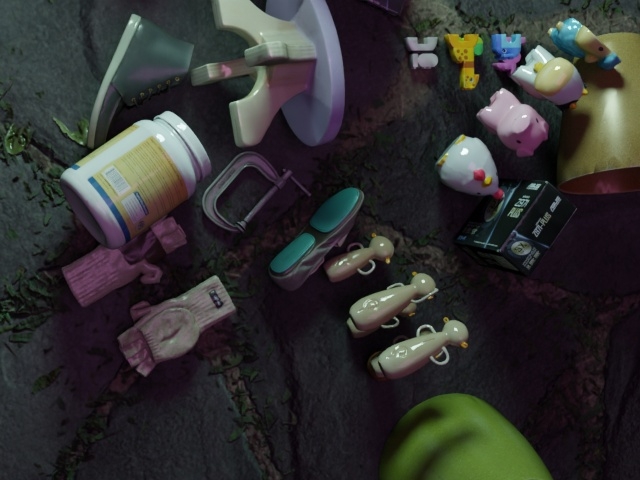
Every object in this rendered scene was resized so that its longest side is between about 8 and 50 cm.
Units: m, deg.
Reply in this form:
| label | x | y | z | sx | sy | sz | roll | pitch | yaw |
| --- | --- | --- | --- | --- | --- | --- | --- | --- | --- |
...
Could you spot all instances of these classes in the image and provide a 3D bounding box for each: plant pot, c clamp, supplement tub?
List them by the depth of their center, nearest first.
| label | x | y | z | sx | sy | sz | roll | pitch | yaw |
| --- | --- | --- | --- | --- | --- | --- | --- | --- | --- |
| supplement tub | -0.283 | -0.095 | 1.676 | 0.199 | 0.144 | 0.144 | -37 | 106 | -19 |
| c clamp | -0.112 | -0.073 | 1.806 | 0.160 | 0.022 | 0.137 | -44 | 107 | -10 |
| plant pot | 0.278 | 0.428 | 1.843 | 0.274 | 0.293 | 0.275 | -2 | 96 | -18 |
| plant pot | 0.527 | -0.227 | 1.915 | 0.237 | 0.237 | 0.254 | 0 | 81 | -18 |

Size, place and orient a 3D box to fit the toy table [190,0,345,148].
| label | x | y | z | sx | sy | sz | roll | pitch | yaw |
| --- | --- | --- | --- | --- | --- | --- | --- | --- | --- |
| toy table | -0.078 | -0.277 | 1.695 | 0.160 | 0.252 | 0.274 | -13 | 84 | -33 |

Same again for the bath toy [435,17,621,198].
| label | x | y | z | sx | sy | sz | roll | pitch | yaw |
| --- | --- | --- | --- | --- | --- | --- | --- | --- | --- |
| bath toy | 0.346 | -0.209 | 1.845 | 0.129 | 0.151 | 0.348 | 41 | 98 | -2 |

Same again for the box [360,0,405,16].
| label | x | y | z | sx | sy | sz | roll | pitch | yaw |
| --- | --- | --- | --- | --- | --- | --- | --- | --- | --- |
| box | 0.107 | -0.428 | 1.846 | 0.083 | 0.018 | 0.067 | 20 | 89 | -19 |

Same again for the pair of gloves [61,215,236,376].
| label | x | y | z | sx | sy | sz | roll | pitch | yaw |
| --- | --- | --- | --- | --- | --- | --- | --- | --- | --- |
| pair of gloves | -0.277 | 0.079 | 1.757 | 0.204 | 0.042 | 0.240 | -40 | 108 | -15 |

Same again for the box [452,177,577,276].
| label | x | y | z | sx | sy | sz | roll | pitch | yaw |
| --- | --- | --- | --- | --- | --- | --- | --- | --- | --- |
| box | 0.332 | -0.026 | 1.875 | 0.077 | 0.180 | 0.147 | 39 | 83 | -18 |

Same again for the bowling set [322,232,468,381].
| label | x | y | z | sx | sy | sz | roll | pitch | yaw |
| --- | --- | --- | --- | --- | --- | --- | --- | --- | --- |
| bowling set | 0.132 | 0.140 | 1.851 | 0.154 | 0.287 | 0.200 | -25 | 145 | -7 |

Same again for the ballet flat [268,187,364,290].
| label | x | y | z | sx | sy | sz | roll | pitch | yaw |
| --- | --- | --- | --- | --- | --- | --- | --- | --- | --- |
| ballet flat | 0.000 | 0.000 | 1.837 | 0.213 | 0.072 | 0.068 | -45 | 134 | -9 |

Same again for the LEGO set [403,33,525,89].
| label | x | y | z | sx | sy | sz | roll | pitch | yaw |
| --- | --- | --- | --- | --- | --- | --- | --- | --- | --- |
| LEGO set | 0.264 | -0.307 | 1.876 | 0.227 | 0.087 | 0.093 | -3 | 96 | -17 |

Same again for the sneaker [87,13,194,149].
| label | x | y | z | sx | sy | sz | roll | pitch | yaw |
| --- | --- | --- | --- | --- | --- | --- | --- | --- | --- |
| sneaker | -0.282 | -0.232 | 1.697 | 0.118 | 0.083 | 0.222 | 22 | 87 | -12 |
